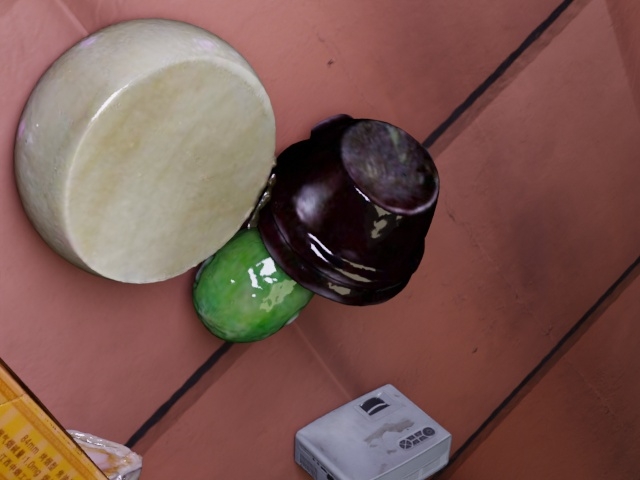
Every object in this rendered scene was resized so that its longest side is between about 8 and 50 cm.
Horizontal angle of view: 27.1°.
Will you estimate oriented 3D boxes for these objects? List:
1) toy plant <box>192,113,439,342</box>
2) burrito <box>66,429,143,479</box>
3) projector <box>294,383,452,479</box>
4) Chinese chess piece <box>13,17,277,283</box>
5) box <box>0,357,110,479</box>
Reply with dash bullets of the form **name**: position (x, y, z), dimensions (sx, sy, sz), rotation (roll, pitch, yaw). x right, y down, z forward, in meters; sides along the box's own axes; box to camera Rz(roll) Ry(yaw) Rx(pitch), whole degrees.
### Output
- **toy plant**: position (0.000, 0.000, 1.270), dimensions (0.218, 0.175, 0.235), rotation (-15, 154, -44)
- **burrito**: position (-0.275, 0.331, 1.268), dimensions (0.299, 0.105, 0.143), rotation (-67, 168, 13)
- **projector**: position (0.060, 0.242, 1.532), dimensions (0.147, 0.115, 0.061), rotation (-23, 134, -32)
- **Chinese chess piece**: position (-0.144, -0.073, 1.122), dimensions (0.237, 0.092, 0.238), rotation (-24, 132, -30)
- **box**: position (-0.279, 0.130, 1.076), dimensions (0.076, 0.174, 0.274), rotation (-43, 140, -13)
